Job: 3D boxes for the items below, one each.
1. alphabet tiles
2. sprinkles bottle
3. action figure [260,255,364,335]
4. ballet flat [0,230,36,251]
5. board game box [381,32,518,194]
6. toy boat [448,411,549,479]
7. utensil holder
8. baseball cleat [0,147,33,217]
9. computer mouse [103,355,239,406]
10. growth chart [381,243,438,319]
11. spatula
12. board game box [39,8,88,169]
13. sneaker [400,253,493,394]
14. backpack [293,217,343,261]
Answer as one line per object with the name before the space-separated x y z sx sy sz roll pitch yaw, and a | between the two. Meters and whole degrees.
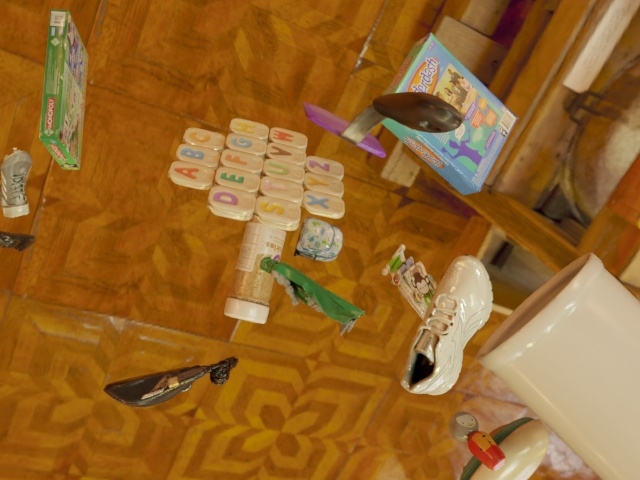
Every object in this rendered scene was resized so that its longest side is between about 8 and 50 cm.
alphabet tiles | -0.094 -0.117 1.025 0.278 0.284 0.021 12 127 -7
sprinkles bottle | -0.172 0.049 1.771 0.121 0.121 0.355 16 81 -23
action figure | -0.030 0.104 1.278 0.063 0.232 0.137 -57 162 8
ballet flat | -0.795 -0.004 1.653 0.049 0.173 0.057 43 85 2
board game box | 0.203 -0.199 1.007 0.210 0.047 0.160 38 70 -18
toy boat | 0.414 0.504 1.515 0.267 0.148 0.318 -46 138 0
utensil holder | 0.578 0.271 1.300 0.385 0.327 0.327 45 101 10
baseball cleat | -0.688 -0.121 1.440 0.072 0.109 0.206 -22 169 -40
computer mouse | -0.282 0.276 1.183 0.262 0.184 0.060 -11 85 -6
growth chart | 0.228 0.115 1.393 0.021 0.172 0.237 -36 100 32
spatula | 0.040 -0.091 0.477 0.084 0.296 0.030 25 91 -13
board game box | -0.610 -0.353 1.512 0.046 0.213 0.317 1 77 -9
sneaker | 0.240 0.170 1.204 0.129 0.111 0.297 2 107 -56
backpack | 0.000 0.000 1.629 0.114 0.084 0.104 16 73 -3
